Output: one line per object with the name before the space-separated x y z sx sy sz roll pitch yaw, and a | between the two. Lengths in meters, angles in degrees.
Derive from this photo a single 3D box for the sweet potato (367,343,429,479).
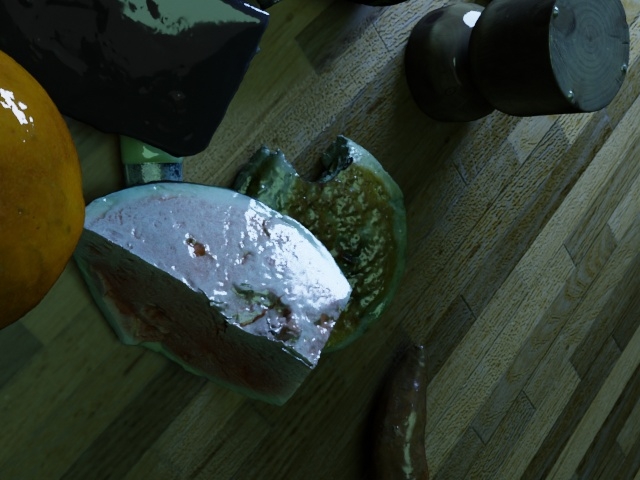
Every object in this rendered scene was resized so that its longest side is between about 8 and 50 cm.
sweet potato | 0.120 0.300 1.110 0.097 0.097 0.292 7 89 -36

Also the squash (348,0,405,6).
squash | 0.075 -0.433 0.966 0.252 0.165 0.252 -3 96 -33

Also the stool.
stool | 0.274 -0.264 1.065 0.179 0.264 0.179 -3 96 -35

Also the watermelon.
watermelon | -0.132 0.047 0.843 0.305 0.180 0.224 29 91 -4

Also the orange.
orange | -0.346 -0.047 0.653 0.284 0.226 0.284 7 80 -40

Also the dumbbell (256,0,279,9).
dumbbell | -0.140 -0.444 0.803 0.179 0.179 0.406 -38 114 -27

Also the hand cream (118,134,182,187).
hand cream | -0.199 -0.138 0.870 0.095 0.046 0.175 -6 93 -31

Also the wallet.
wallet | -0.245 -0.224 0.760 0.377 0.051 0.197 22 104 -27

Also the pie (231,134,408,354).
pie | 0.001 0.008 1.013 0.302 0.067 0.302 -4 97 -34
